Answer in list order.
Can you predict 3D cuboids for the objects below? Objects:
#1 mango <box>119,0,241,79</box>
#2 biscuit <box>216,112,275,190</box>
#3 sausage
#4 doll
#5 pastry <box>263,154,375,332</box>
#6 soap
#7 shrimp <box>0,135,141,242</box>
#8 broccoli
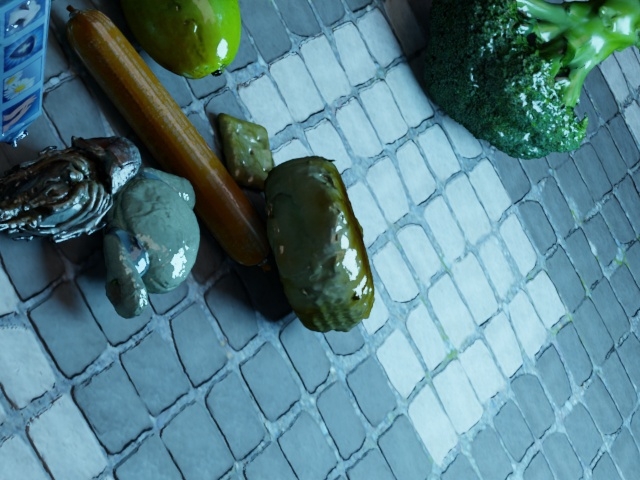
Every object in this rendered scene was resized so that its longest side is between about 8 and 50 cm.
[{"bbox_3d":[-0.155,-0.279,2.061,0.125,0.111,0.233,8,65,-62],"label":"mango"},{"bbox_3d":[-0.079,-0.096,2.140,0.081,0.018,0.083,15,57,-51],"label":"biscuit"},{"bbox_3d":[-0.151,-0.102,2.000,0.348,0.053,0.053,54,33,-20],"label":"sausage"},{"bbox_3d":[-0.165,-0.006,1.896,0.103,0.071,0.214,52,30,-23],"label":"doll"},{"bbox_3d":[0.000,0.000,2.071,0.192,0.093,0.182,61,14,-66],"label":"pastry"},{"bbox_3d":[-0.298,-0.195,1.651,0.077,0.293,0.156,-34,76,-24],"label":"soap"},{"bbox_3d":[-0.245,-0.038,1.796,0.090,0.079,0.233,59,37,-3],"label":"shrimp"},{"bbox_3d":[0.276,-0.247,2.546,0.297,0.297,0.297,158,-90,-85],"label":"broccoli"}]
